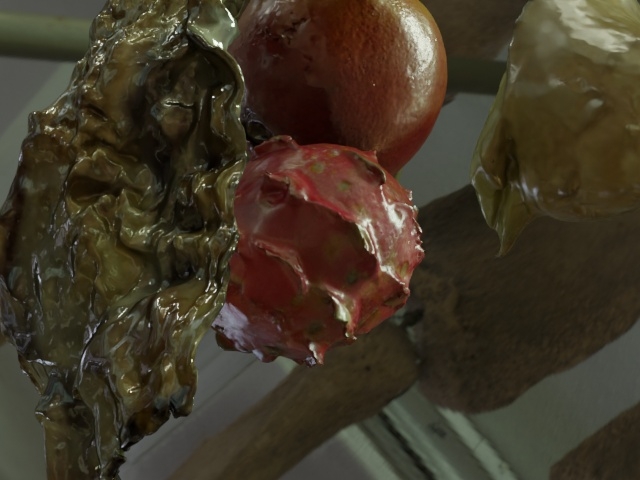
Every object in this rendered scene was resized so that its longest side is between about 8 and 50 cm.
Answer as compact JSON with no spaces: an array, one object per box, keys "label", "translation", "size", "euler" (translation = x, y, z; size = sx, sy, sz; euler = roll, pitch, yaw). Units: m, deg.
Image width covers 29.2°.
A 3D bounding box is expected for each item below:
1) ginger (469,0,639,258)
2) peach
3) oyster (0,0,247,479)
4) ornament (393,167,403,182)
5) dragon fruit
[{"label":"ginger","translation":[0.160,-0.089,0.663],"size":[0.122,0.193,0.115],"euler":[3,-36,33]},{"label":"peach","translation":[0.010,-0.178,1.331],"size":[0.238,0.281,0.281],"euler":[9,-74,27]},{"label":"oyster","translation":[-0.111,-0.006,0.639],"size":[0.107,0.355,0.201],"euler":[15,-33,-19]},{"label":"ornament","translation":[-0.013,-0.024,1.523],"size":[0.061,0.230,0.245],"euler":[32,-67,48]},{"label":"dragon fruit","translation":[0.000,0.000,1.138],"size":[0.205,0.268,0.210],"euler":[-1,-73,43]}]
